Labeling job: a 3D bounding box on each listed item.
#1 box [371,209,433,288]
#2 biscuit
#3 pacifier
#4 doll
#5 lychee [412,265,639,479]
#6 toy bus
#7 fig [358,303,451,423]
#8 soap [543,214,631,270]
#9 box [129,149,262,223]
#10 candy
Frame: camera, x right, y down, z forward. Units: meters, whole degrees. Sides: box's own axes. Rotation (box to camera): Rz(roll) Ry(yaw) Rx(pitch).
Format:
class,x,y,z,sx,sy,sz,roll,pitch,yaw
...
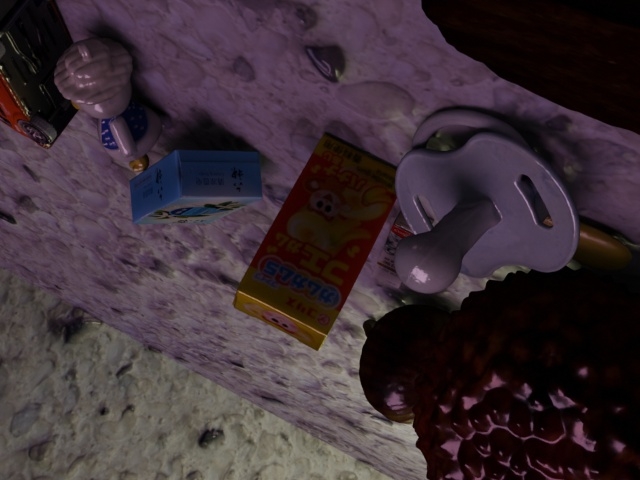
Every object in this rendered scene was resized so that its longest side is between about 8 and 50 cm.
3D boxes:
class,x,y,z,sx,sy,sz,roll,pitch,yaw
box,0.129,0.015,1.589,0.055,0.039,0.218,27,156,6
biscuit,0.284,-0.168,0.835,0.407,0.091,0.407,23,179,1
pacifier,0.172,-0.026,1.240,0.287,0.226,0.238,-6,121,50
doll,-0.320,-0.207,1.525,0.119,0.138,0.293,-16,153,-1
lychee,0.350,0.266,1.388,0.424,0.424,0.500,-1,132,48
toy bus,-0.457,-0.285,1.480,0.153,0.143,0.329,25,159,15
fig,0.145,0.211,1.820,0.217,0.217,0.321,38,173,-22
soap,0.335,-0.005,1.335,0.168,0.033,0.089,26,155,3
box,-0.207,-0.084,1.622,0.142,0.083,0.232,-2,170,-30
candy,0.000,0.000,1.401,0.146,0.276,0.088,29,158,2
